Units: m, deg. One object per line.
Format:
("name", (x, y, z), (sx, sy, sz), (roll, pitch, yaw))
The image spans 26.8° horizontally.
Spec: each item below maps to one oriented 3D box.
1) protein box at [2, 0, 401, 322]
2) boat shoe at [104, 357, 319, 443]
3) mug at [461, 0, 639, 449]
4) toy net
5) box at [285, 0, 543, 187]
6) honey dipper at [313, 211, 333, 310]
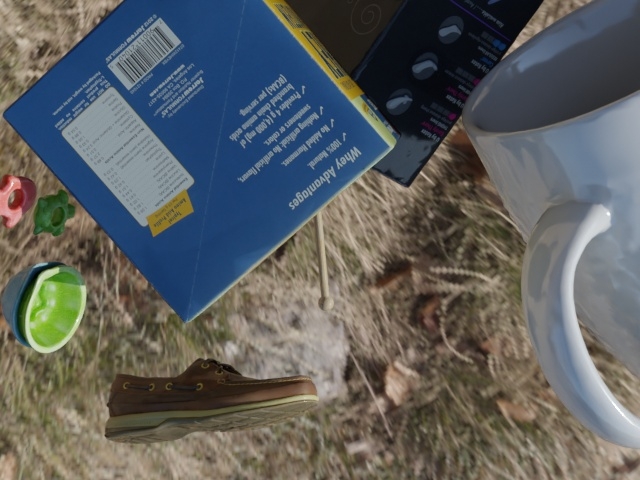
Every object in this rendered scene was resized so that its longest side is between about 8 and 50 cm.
("protein box", (-0.081, -0.085, 0.999), (0.200, 0.136, 0.201), (-41, 92, 10))
("boat shoe", (-0.089, 0.121, 1.067), (0.178, 0.064, 0.060), (-9, 72, 15))
("mug", (0.285, 0.001, 1.081), (0.374, 0.276, 0.328), (-46, 113, -37))
("toy net", (-0.241, 0.012, 0.928), (0.045, 0.232, 0.122), (19, 94, 27))
("box", (0.071, -0.212, 1.189), (0.143, 0.165, 0.270), (23, 107, -44))
("honey dipper", (0.000, 0.000, 1.512), (0.031, 0.030, 0.160), (-6, 94, -6))
